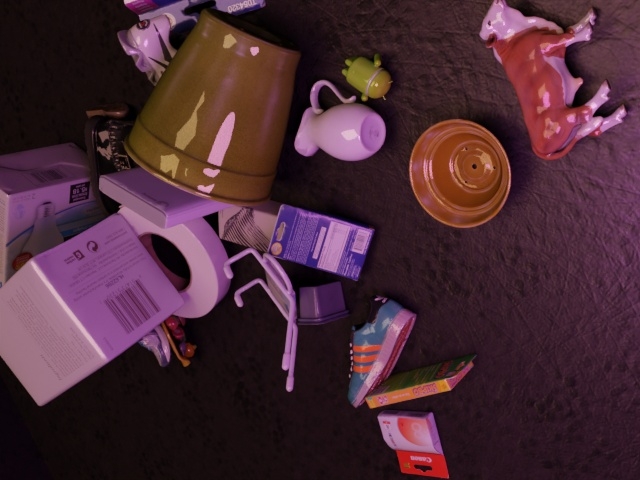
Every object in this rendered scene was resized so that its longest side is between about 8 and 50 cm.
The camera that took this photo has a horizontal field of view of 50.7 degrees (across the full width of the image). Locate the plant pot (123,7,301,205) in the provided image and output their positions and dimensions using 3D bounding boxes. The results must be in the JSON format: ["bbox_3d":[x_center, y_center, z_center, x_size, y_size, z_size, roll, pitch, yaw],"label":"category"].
[{"bbox_3d":[-0.218,-0.322,1.551,0.366,0.366,0.353,35,113,23],"label":"plant pot"}]

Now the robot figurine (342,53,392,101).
[{"bbox_3d":[0.102,-0.349,1.447,0.115,0.067,0.101,38,131,21],"label":"robot figurine"}]

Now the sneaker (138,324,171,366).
[{"bbox_3d":[-0.574,0.289,2.151,0.283,0.122,0.110,58,153,10],"label":"sneaker"}]

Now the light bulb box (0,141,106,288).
[{"bbox_3d":[-0.881,-0.077,2.116,0.225,0.358,0.361,34,125,26],"label":"light bulb box"}]

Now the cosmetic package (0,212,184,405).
[{"bbox_3d":[-0.674,0.194,1.885,0.394,0.329,0.327,-33,96,35],"label":"cosmetic package"}]

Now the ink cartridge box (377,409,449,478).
[{"bbox_3d":[0.229,0.511,1.678,0.145,0.045,0.179,-9,98,40],"label":"ink cartridge box"}]

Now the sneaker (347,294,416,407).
[{"bbox_3d":[0.121,0.265,1.637,0.121,0.108,0.302,35,116,24],"label":"sneaker"}]

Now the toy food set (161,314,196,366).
[{"bbox_3d":[-0.438,0.280,2.080,0.217,0.071,0.128,67,168,-14],"label":"toy food set"}]

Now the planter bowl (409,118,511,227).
[{"bbox_3d":[0.294,-0.142,1.359,0.217,0.090,0.217,14,114,33],"label":"planter bowl"}]

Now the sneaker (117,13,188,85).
[{"bbox_3d":[-0.350,-0.425,1.668,0.146,0.330,0.122,-30,66,3],"label":"sneaker"}]

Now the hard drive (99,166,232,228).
[{"bbox_3d":[-0.326,-0.135,1.667,0.233,0.353,0.047,28,121,27],"label":"hard drive"}]

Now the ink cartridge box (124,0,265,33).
[{"bbox_3d":[-0.326,-0.667,1.572,0.324,0.071,0.330,-13,100,14],"label":"ink cartridge box"}]

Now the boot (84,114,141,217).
[{"bbox_3d":[-0.531,-0.194,1.954,0.260,0.131,0.347,11,127,20],"label":"boot"}]

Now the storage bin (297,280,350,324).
[{"bbox_3d":[0.000,0.152,1.675,0.098,0.135,0.091,-5,91,39],"label":"storage bin"}]

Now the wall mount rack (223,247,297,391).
[{"bbox_3d":[-0.113,0.188,1.653,0.304,0.130,0.350,52,166,21],"label":"wall mount rack"}]

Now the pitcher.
[{"bbox_3d":[0.043,-0.268,1.498,0.207,0.126,0.177,13,102,46],"label":"pitcher"}]

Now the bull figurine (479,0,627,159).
[{"bbox_3d":[0.408,-0.305,1.205,0.188,0.101,0.310,-18,94,38],"label":"bull figurine"}]

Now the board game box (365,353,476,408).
[{"bbox_3d":[0.234,0.323,1.552,0.259,0.124,0.039,-29,89,41],"label":"board game box"}]

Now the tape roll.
[{"bbox_3d":[-0.434,0.047,1.942,0.392,0.072,0.392,18,129,24],"label":"tape roll"}]

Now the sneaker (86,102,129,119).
[{"bbox_3d":[-0.623,-0.366,2.016,0.188,0.066,0.071,10,129,40],"label":"sneaker"}]

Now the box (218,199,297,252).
[{"bbox_3d":[-0.130,-0.036,1.722,0.275,0.094,0.113,14,114,33],"label":"box"}]

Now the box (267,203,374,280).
[{"bbox_3d":[0.000,0.000,1.590,0.225,0.036,0.136,16,109,-4],"label":"box"}]
